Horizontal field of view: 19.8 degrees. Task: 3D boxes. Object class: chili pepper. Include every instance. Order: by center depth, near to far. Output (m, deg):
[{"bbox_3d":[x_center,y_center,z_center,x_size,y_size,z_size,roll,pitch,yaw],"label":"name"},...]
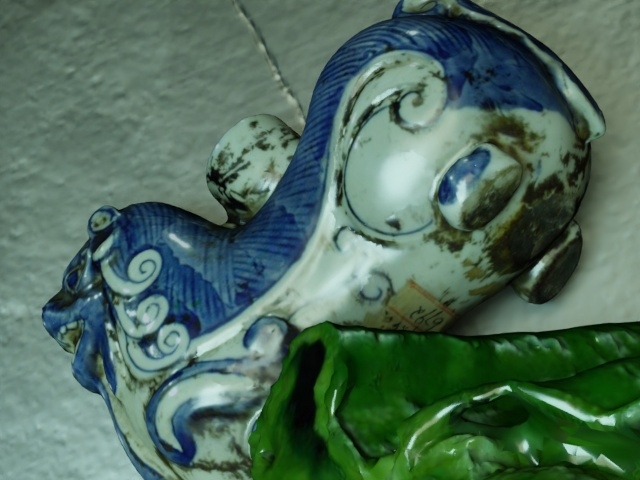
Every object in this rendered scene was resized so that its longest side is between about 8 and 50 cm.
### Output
[{"bbox_3d":[0.171,0.095,0.783,0.385,0.213,0.167,10,56,-13],"label":"chili pepper"}]

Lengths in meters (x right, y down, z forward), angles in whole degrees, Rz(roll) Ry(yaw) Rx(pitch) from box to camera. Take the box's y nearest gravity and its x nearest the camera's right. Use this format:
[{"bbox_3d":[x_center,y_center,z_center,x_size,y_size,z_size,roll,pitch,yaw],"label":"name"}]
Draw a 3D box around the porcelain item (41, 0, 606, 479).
[{"bbox_3d":[0.000,0.000,0.909,0.288,0.138,0.186,-50,58,5],"label":"porcelain item"}]
